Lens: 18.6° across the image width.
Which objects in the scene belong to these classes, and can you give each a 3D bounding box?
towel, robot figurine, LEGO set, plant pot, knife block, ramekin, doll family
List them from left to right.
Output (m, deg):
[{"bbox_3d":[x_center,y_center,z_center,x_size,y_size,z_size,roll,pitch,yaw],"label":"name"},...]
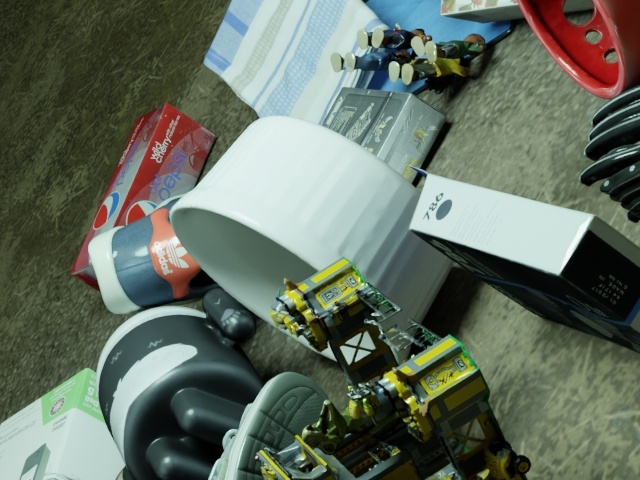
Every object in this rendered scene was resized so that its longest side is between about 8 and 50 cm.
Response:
[{"bbox_3d":[-0.143,0.178,2.090,0.209,0.174,0.278,-28,24,-6],"label":"robot figurine"},{"bbox_3d":[-0.034,-0.237,2.398,0.285,0.034,0.209,47,118,42],"label":"towel"},{"bbox_3d":[0.000,0.000,1.937,0.135,0.277,0.277,-55,23,-17],"label":"ramekin"},{"bbox_3d":[0.027,0.179,1.668,0.192,0.255,0.331,-31,34,-12],"label":"LEGO set"},{"bbox_3d":[0.104,-0.207,2.185,0.193,0.111,0.076,20,113,40],"label":"doll family"},{"bbox_3d":[0.285,-0.252,1.783,0.174,0.191,0.191,-35,22,-10],"label":"plant pot"},{"bbox_3d":[0.348,-0.125,1.667,0.276,0.088,0.242,-53,25,8],"label":"knife block"}]

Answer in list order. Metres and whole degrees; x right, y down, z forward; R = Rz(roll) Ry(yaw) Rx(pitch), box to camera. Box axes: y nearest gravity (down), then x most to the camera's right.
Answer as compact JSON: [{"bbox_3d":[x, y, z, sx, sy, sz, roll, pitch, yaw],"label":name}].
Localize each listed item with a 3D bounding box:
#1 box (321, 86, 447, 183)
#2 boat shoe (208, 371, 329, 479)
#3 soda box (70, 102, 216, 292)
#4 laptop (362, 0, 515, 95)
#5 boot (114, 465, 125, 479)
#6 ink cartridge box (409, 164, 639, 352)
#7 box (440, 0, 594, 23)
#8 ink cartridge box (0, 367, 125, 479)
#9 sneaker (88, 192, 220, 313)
[{"bbox_3d":[0.029,-0.060,2.196,0.231,0.056,0.183,-62,25,-7],"label":"box"},{"bbox_3d":[-0.075,0.279,1.905,0.103,0.118,0.320,-14,53,49],"label":"boat shoe"},{"bbox_3d":[-0.239,-0.051,2.638,0.083,0.092,0.263,-22,41,52],"label":"soda box"},{"bbox_3d":[0.052,-0.375,2.357,0.382,0.408,0.236,-30,2,42],"label":"laptop"},{"bbox_3d":[-0.197,0.291,2.207,0.087,0.042,0.118,-26,38,37],"label":"boot"},{"bbox_3d":[0.192,0.019,1.681,0.065,0.165,0.332,-59,24,-4],"label":"ink cartridge box"},{"bbox_3d":[0.243,-0.273,2.030,0.324,0.067,0.063,1,87,59],"label":"box"},{"bbox_3d":[-0.318,0.316,2.294,0.198,0.114,0.273,-32,33,41],"label":"ink cartridge box"},{"bbox_3d":[-0.133,0.006,2.266,0.148,0.131,0.350,-18,6,19],"label":"sneaker"}]
